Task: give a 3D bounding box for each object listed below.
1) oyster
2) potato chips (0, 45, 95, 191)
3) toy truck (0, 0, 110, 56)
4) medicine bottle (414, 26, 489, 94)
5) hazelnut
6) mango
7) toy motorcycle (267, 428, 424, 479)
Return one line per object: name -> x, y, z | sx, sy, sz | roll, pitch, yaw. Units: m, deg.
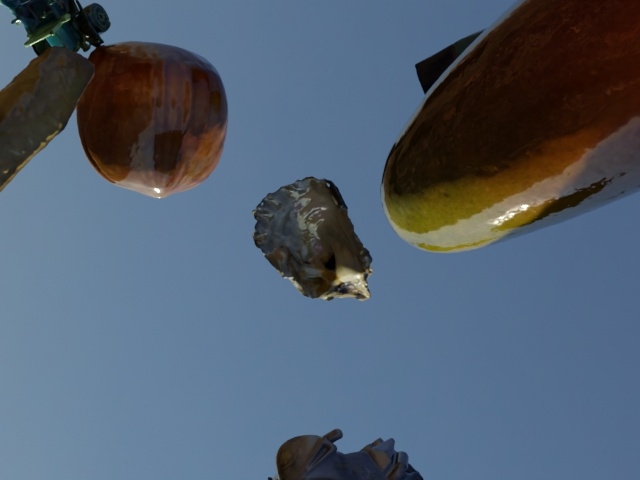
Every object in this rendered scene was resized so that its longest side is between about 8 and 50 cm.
oyster -> 0.000, 0.000, 1.752 | 0.045, 0.146, 0.122 | -81, -166, -55
potato chips -> -0.328, -0.006, 1.393 | 0.407, 0.057, 0.080 | -43, -153, -6
toy truck -> -0.276, -0.229, 1.703 | 0.080, 0.154, 0.078 | -23, -151, 25
medicine bottle -> 0.204, -0.189, 1.849 | 0.124, 0.258, 0.079 | -25, -88, 35
hazelnut -> -0.162, -0.116, 1.726 | 0.150, 0.150, 0.150 | -170, -90, -68
mango -> 0.144, -0.079, 1.009 | 0.289, 0.129, 0.146 | -36, -158, 24
toy motorcycle -> 0.026, 0.212, 1.541 | 0.080, 0.215, 0.122 | -40, -100, 22
